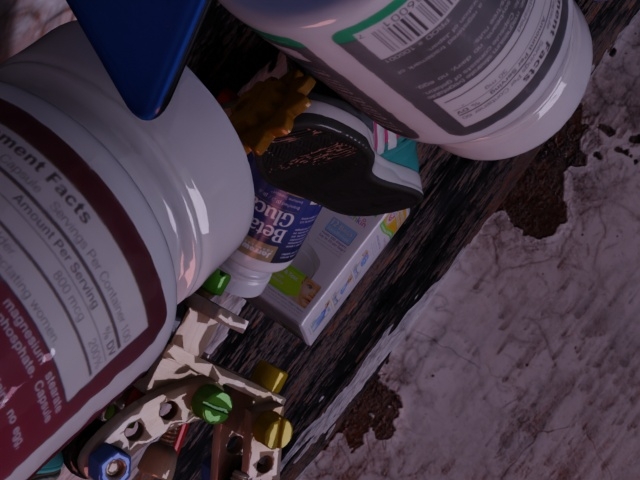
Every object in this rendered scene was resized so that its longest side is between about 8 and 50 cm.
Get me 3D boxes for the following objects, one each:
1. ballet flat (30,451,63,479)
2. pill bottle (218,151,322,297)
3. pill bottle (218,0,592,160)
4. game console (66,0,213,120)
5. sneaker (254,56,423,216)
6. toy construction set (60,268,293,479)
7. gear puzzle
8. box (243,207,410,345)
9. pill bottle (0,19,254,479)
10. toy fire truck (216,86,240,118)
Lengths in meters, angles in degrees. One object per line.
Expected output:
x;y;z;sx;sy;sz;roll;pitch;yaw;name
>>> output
-0.299;0.205;1.489;0.068;0.072;0.213;-25;167;9;ballet flat
-0.055;-0.027;1.678;0.094;0.094;0.169;-32;154;-58;pill bottle
0.073;-0.193;1.261;0.204;0.204;0.361;-55;150;3;pill bottle
-0.047;-0.253;0.963;0.250;0.173;0.293;-34;157;-55;game console
0.014;-0.137;1.506;0.124;0.178;0.295;-13;165;17;sneaker
-0.122;0.145;1.688;0.309;0.257;0.237;-167;-83;-78;toy construction set
-0.141;-0.016;1.206;0.339;0.044;0.175;-38;-151;7;gear puzzle
0.000;0.000;1.892;0.203;0.114;0.103;-52;165;-10;box
-0.229;0.042;0.965;0.392;0.224;0.224;-44;163;-37;pill bottle
-0.121;-0.073;1.438;0.135;0.047;0.192;-56;166;7;toy fire truck
